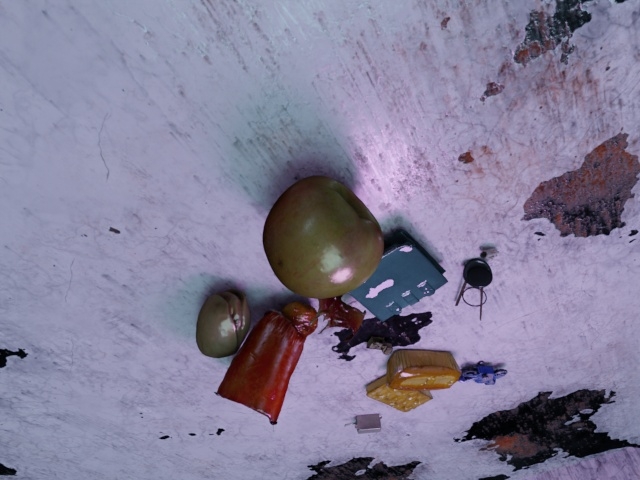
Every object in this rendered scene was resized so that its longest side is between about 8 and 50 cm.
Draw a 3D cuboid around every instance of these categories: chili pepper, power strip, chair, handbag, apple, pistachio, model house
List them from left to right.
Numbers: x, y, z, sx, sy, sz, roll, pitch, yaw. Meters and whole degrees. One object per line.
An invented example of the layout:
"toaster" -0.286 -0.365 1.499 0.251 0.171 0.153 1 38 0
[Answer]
"pistachio" -0.319 0.277 1.586 0.162 0.181 0.293 -24 151 -40
"chili pepper" -0.168 0.406 1.576 0.229 0.305 0.251 28 157 9
"apple" 0.000 0.000 1.262 0.277 0.319 0.319 -43 125 19
"power strip" 0.197 0.842 2.256 0.175 0.075 0.042 -3 133 -4
"model house" 0.222 0.400 1.850 0.083 0.057 0.058 11 126 -21
"handbag" 0.224 0.109 1.549 0.269 0.100 0.274 -37 129 20
"chair" 0.522 0.167 1.644 0.104 0.095 0.221 -18 134 -7

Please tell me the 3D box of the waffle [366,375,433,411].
"waffle" 0.336 0.648 2.102 0.274 0.057 0.168 33 122 -32

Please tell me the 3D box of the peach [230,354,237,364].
"peach" -0.265 0.482 1.808 0.138 0.138 0.138 -4 134 -4

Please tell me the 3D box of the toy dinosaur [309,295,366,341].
"toy dinosaur" 0.016 0.200 1.581 0.327 0.206 0.113 22 166 -33

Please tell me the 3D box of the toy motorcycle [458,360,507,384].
"toy motorcycle" 0.677 0.565 2.068 0.205 0.076 0.114 5 140 -12

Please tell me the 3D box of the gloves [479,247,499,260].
"gloves" 0.537 0.042 1.564 0.081 0.037 0.044 10 170 -37

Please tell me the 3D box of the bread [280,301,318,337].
"bread" -0.086 0.296 1.681 0.139 0.095 0.269 13 135 -10

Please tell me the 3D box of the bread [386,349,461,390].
"bread" 0.404 0.518 1.949 0.288 0.119 0.152 5 136 -13
